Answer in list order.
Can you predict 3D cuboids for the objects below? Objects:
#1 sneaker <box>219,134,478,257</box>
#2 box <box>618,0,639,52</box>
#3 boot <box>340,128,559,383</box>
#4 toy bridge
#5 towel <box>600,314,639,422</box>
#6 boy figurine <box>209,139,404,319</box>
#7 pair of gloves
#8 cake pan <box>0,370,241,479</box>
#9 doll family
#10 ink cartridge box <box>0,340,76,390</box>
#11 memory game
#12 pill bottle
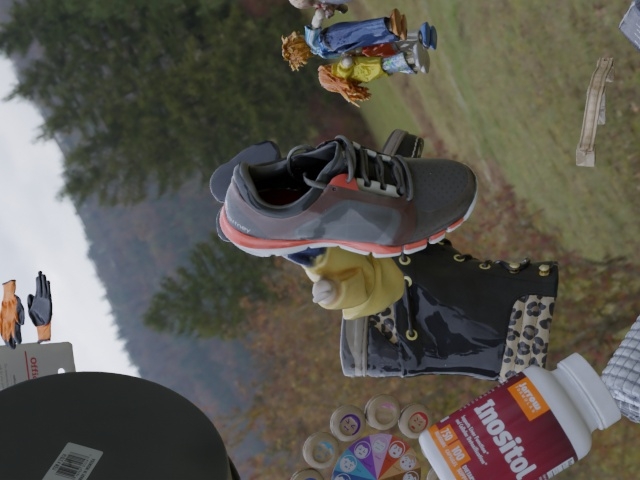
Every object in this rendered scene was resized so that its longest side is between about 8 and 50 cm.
[{"bbox_3d":[0.021,-0.029,0.546,0.065,0.158,0.061,97,159,-53],"label":"sneaker"},{"bbox_3d":[0.577,-0.198,1.011,0.395,0.318,0.097,51,180,9],"label":"box"},{"bbox_3d":[0.191,0.030,1.338,0.138,0.284,0.377,76,-156,-64],"label":"boot"},{"bbox_3d":[0.374,-0.185,1.279,0.063,0.026,0.188,71,-146,-48],"label":"toy bridge"},{"bbox_3d":[0.575,0.183,1.346,0.283,0.235,0.121,19,153,53],"label":"towel"},{"bbox_3d":[0.000,0.000,1.000,0.285,0.092,0.177,40,-151,-53],"label":"boy figurine"},{"bbox_3d":[-0.306,0.072,0.976,0.010,0.083,0.074,12,-111,-54],"label":"pair of gloves"},{"bbox_3d":[-0.208,0.213,0.812,0.293,0.293,0.054,-123,35,-51],"label":"cake pan"},{"bbox_3d":[0.041,-0.256,1.238,0.263,0.163,0.118,31,-123,-59],"label":"doll family"},{"bbox_3d":[-0.379,0.178,1.094,0.061,0.181,0.104,-29,67,51],"label":"ink cartridge box"},{"bbox_3d":[0.059,0.246,0.953,0.186,0.186,0.012,64,166,-14],"label":"memory game"},{"bbox_3d":[0.165,0.159,0.779,0.086,0.152,0.086,58,180,0],"label":"pill bottle"}]
